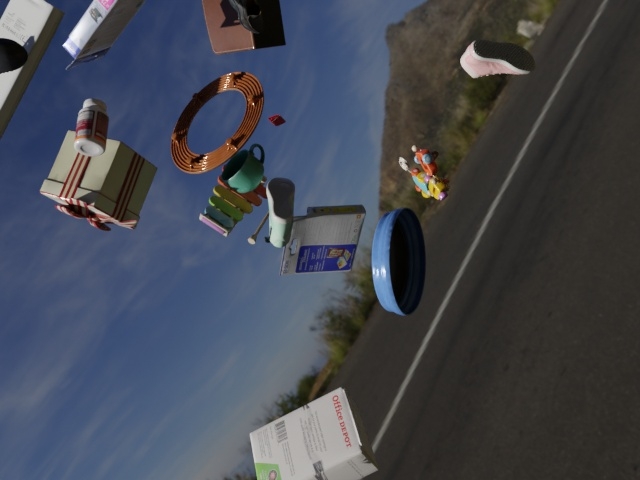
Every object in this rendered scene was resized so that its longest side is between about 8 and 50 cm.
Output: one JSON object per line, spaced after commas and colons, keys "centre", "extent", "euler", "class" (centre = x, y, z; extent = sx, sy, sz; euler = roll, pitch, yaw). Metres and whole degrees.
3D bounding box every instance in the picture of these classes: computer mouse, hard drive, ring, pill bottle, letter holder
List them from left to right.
{"centre": [-0.707, -0.350, 1.314], "extent": [0.071, 0.242, 0.041], "euler": [72, -175, -56], "class": "computer mouse"}
{"centre": [-0.683, -0.393, 1.437], "extent": [0.040, 0.203, 0.307], "euler": [22, -79, -51], "class": "hard drive"}
{"centre": [-0.648, -0.323, 1.865], "extent": [0.086, 0.086, 0.152], "euler": [112, 158, -62], "class": "pill bottle"}
{"centre": [-0.300, -0.339, 1.843], "extent": [0.337, 0.336, 0.032], "euler": [-56, -42, -5], "class": "ring"}
{"centre": [-0.259, -0.768, 2.119], "extent": [0.152, 0.214, 0.302], "euler": [-26, -66, -47], "class": "letter holder"}

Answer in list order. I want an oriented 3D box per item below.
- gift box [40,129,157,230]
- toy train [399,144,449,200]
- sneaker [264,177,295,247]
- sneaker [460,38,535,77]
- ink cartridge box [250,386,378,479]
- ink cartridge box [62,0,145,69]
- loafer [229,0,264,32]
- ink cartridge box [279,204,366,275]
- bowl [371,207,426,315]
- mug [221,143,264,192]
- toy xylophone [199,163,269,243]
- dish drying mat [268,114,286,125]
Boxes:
{"centre": [-0.693, -0.176, 2.083], "extent": [0.255, 0.276, 0.258], "euler": [38, -111, -60], "class": "gift box"}
{"centre": [0.218, -0.143, 1.327], "extent": [0.046, 0.125, 0.166], "euler": [-33, 8, -5], "class": "toy train"}
{"centre": [-0.136, -0.090, 2.124], "extent": [0.256, 0.094, 0.151], "euler": [-93, 11, -51], "class": "sneaker"}
{"centre": [0.317, -0.324, 1.192], "extent": [0.070, 0.134, 0.051], "euler": [143, 132, -67], "class": "sneaker"}
{"centre": [-0.018, 0.515, 1.608], "extent": [0.273, 0.115, 0.198], "euler": [-28, 39, 7], "class": "ink cartridge box"}
{"centre": [-0.610, -0.622, 1.861], "extent": [0.311, 0.065, 0.186], "euler": [-40, 9, 32], "class": "ink cartridge box"}
{"centre": [-0.182, -0.596, 1.712], "extent": [0.062, 0.061, 0.170], "euler": [-60, -26, -6], "class": "loafer"}
{"centre": [0.000, 0.000, 2.555], "extent": [0.072, 0.307, 0.304], "euler": [-109, 24, -46], "class": "ink cartridge box"}
{"centre": [0.288, 0.075, 2.388], "extent": [0.391, 0.077, 0.391], "euler": [4, -94, -63], "class": "bowl"}
{"centre": [-0.240, -0.229, 2.170], "extent": [0.157, 0.097, 0.129], "euler": [-35, 35, 24], "class": "mug"}
{"centre": [-0.293, -0.129, 2.382], "extent": [0.081, 0.236, 0.323], "euler": [-54, 12, 52], "class": "toy xylophone"}
{"centre": [-0.113, -0.315, 1.724], "extent": [0.032, 0.008, 0.083], "euler": [-22, -6, 8], "class": "dish drying mat"}
